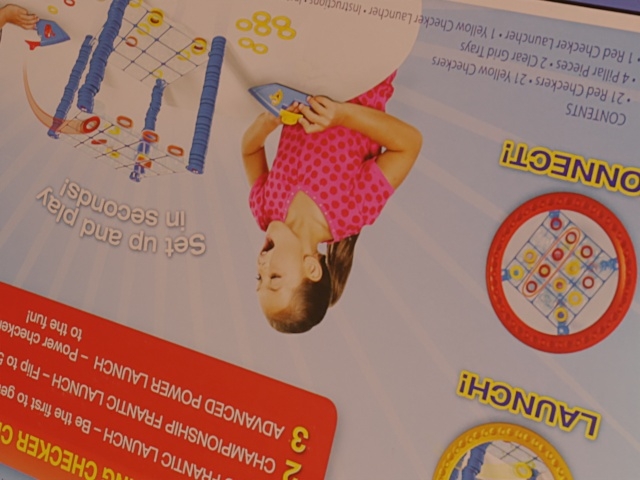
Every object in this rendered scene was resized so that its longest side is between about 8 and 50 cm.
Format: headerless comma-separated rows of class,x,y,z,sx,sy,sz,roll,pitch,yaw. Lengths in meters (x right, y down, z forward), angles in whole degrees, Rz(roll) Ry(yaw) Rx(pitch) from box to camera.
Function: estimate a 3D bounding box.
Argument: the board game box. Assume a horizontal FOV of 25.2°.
board game box,0.000,0.000,0.459,0.308,0.086,0.301,17,96,32
